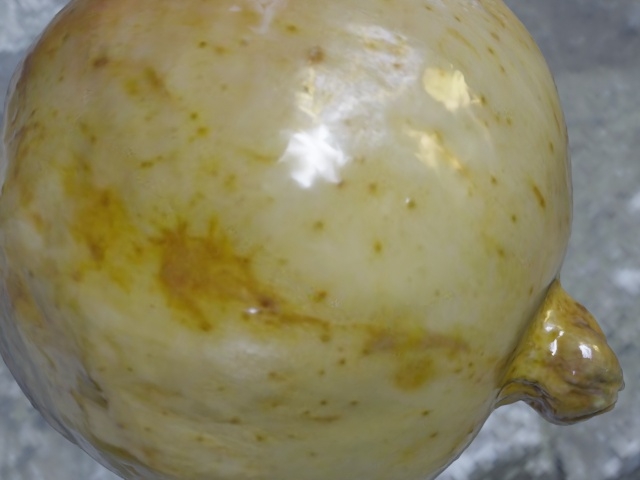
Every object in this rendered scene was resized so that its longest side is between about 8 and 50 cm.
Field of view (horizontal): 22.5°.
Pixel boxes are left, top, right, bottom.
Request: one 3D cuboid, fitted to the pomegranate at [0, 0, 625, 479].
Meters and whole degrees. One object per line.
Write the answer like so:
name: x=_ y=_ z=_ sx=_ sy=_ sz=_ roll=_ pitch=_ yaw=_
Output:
pomegranate: x=0.000 y=0.000 z=0.987 sx=0.410 sy=0.410 sz=0.410 roll=-26 pitch=145 yaw=-20
